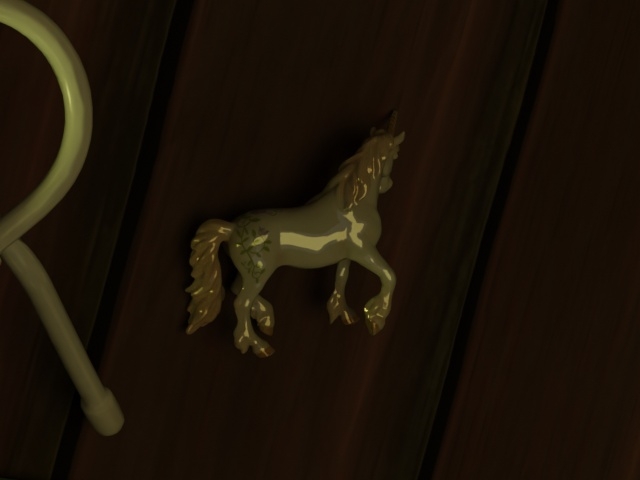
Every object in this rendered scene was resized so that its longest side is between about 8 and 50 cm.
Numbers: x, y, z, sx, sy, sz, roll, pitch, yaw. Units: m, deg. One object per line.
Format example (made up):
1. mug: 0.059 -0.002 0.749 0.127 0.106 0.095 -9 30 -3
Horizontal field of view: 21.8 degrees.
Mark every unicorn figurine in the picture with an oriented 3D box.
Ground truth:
1. unicorn figurine: 0.000 0.000 0.938 0.162 0.060 0.111 -16 110 -31

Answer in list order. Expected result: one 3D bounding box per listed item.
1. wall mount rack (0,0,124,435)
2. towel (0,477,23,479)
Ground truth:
1. wall mount rack: -0.232 0.055 0.751 0.350 0.130 0.304 -43 113 -19
2. towel: -0.180 0.201 0.890 0.113 0.023 0.152 15 90 -37
